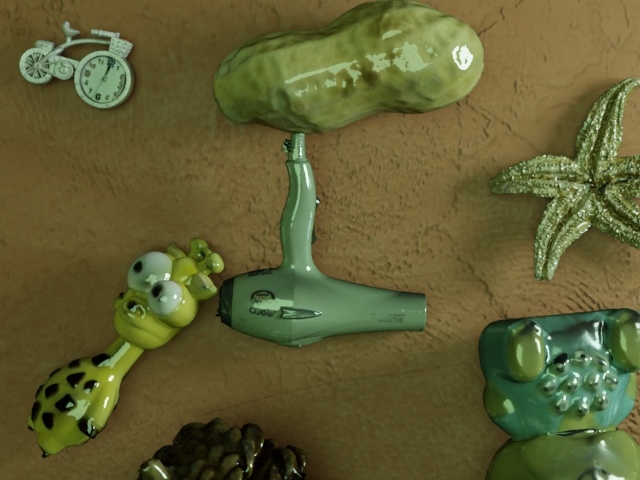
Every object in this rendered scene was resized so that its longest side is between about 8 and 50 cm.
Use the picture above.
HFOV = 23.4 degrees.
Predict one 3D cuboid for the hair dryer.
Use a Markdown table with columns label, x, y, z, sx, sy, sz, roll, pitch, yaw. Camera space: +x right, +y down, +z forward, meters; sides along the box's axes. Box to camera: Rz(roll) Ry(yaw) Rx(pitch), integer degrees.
| label | x | y | z | sx | sy | sz | roll | pitch | yaw |
| --- | --- | --- | --- | --- | --- | --- | --- | --- | --- |
| hair dryer | 0.023 | 0.024 | 1.653 | 0.219 | 0.088 | 0.225 | 23 | 98 | -7 |

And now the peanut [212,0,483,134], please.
| label | x | y | z | sx | sy | sz | roll | pitch | yaw |
| --- | --- | --- | --- | --- | --- | --- | --- | --- | --- |
| peanut | 0.027 | -0.182 | 1.633 | 0.290 | 0.130 | 0.130 | -12 | 88 | 7 |

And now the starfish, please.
| label | x | y | z | sx | sy | sz | roll | pitch | yaw |
| --- | --- | --- | --- | --- | --- | --- | --- | --- | --- |
| starfish | 0.299 | -0.060 | 1.636 | 0.227 | 0.043 | 0.240 | 20 | 89 | 5 |

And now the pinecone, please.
| label | x | y | z | sx | sy | sz | roll | pitch | yaw |
| --- | --- | --- | --- | --- | --- | --- | --- | --- | --- |
| pinecone | -0.087 | 0.308 | 1.594 | 0.257 | 0.243 | 0.243 | 27 | 94 | -2 |

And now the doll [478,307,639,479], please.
| label | x | y | z | sx | sy | sz | roll | pitch | yaw |
| --- | --- | --- | --- | --- | --- | --- | --- | --- | --- |
| doll | 0.250 | 0.205 | 1.583 | 0.177 | 0.161 | 0.261 | -6 | 87 | -14 |

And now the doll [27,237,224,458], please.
| label | x | y | z | sx | sy | sz | roll | pitch | yaw |
| --- | --- | --- | --- | --- | --- | --- | --- | --- | --- |
| doll | -0.215 | 0.116 | 1.683 | 0.291 | 0.086 | 0.117 | -49 | 47 | 5 |

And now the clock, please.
| label | x | y | z | sx | sy | sz | roll | pitch | yaw |
| --- | --- | --- | --- | --- | --- | --- | --- | --- | --- |
| clock | -0.268 | -0.197 | 1.716 | 0.129 | 0.041 | 0.087 | 13 | 96 | 2 |
